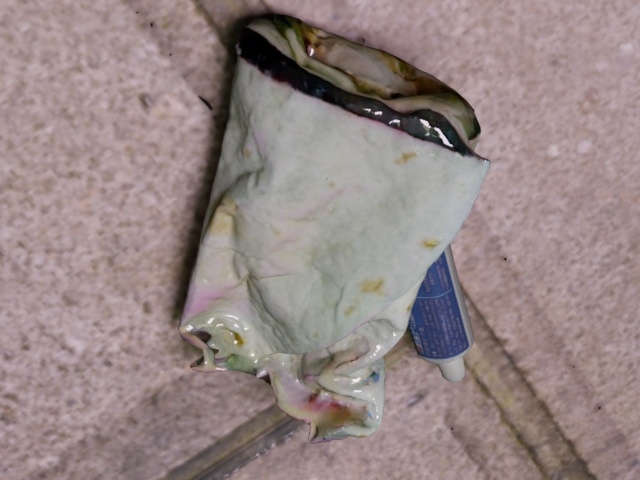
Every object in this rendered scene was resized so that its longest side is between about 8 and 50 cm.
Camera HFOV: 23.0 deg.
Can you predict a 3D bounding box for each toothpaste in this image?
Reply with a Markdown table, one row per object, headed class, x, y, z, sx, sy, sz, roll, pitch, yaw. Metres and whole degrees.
| class | x | y | z | sx | sy | sz | roll | pitch | yaw |
| --- | --- | --- | --- | --- | --- | --- | --- | --- | --- |
| toothpaste | 0.057 | 0.007 | 0.918 | 0.057 | 0.035 | 0.197 | -13 | 123 | 8 |

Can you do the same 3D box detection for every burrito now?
| class | x | y | z | sx | sy | sz | roll | pitch | yaw |
| --- | --- | --- | --- | --- | --- | --- | --- | --- | --- |
| burrito | 0.000 | 0.000 | 0.858 | 0.144 | 0.089 | 0.229 | 25 | 126 | 9 |
